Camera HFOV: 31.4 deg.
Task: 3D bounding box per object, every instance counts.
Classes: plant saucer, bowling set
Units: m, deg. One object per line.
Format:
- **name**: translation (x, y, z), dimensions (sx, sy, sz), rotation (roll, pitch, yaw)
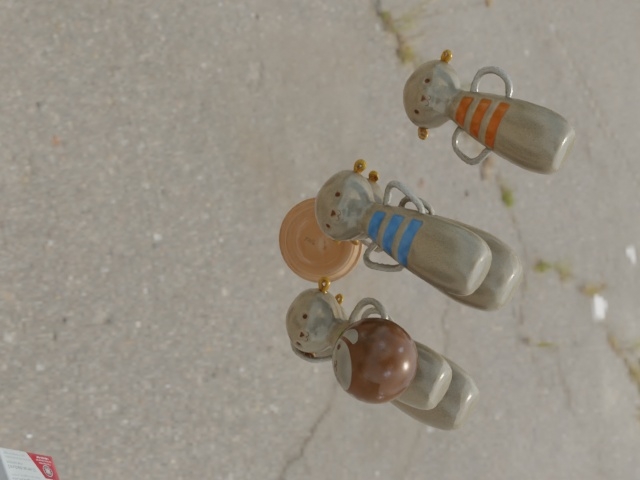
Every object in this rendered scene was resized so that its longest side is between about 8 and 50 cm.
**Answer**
- **plant saucer**: translation (0.000, 0.000, 1.090), dimensions (0.013, 0.083, 0.083), rotation (-22, 102, -75)
- **bowling set**: translation (0.038, 0.017, 0.779), dimensions (0.200, 0.154, 0.287), rotation (-21, 133, -56)

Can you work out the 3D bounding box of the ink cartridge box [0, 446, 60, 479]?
- **ink cartridge box**: translation (-0.393, 0.374, 1.442), dimensions (0.176, 0.127, 0.128), rotation (63, 10, 24)
